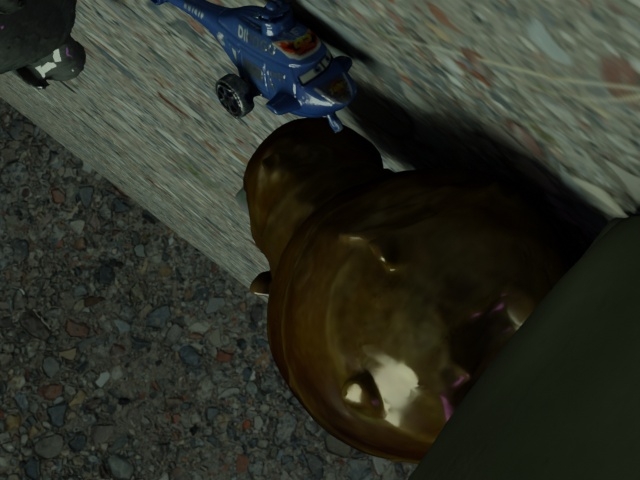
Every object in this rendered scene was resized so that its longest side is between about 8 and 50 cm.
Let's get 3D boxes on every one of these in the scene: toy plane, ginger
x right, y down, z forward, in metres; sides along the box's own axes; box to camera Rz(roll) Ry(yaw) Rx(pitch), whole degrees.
[{"bbox_3d":[-0.041,-0.105,0.816,0.167,0.054,0.062,34,148,36],"label":"toy plane"},{"bbox_3d":[0.080,0.072,0.882,0.357,0.152,0.274,45,172,-36],"label":"ginger"}]

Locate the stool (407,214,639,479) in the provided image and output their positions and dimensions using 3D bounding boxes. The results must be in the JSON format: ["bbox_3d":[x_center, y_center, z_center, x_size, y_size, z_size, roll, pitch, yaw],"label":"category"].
[{"bbox_3d":[0.192,0.137,0.595,0.270,0.170,0.243,40,176,-12],"label":"stool"}]

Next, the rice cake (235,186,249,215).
[{"bbox_3d":[0.000,0.000,1.403,0.080,0.042,0.222,41,175,-32],"label":"rice cake"}]

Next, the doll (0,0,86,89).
[{"bbox_3d":[-0.279,-0.194,1.046,0.246,0.158,0.340,25,169,11],"label":"doll"}]
